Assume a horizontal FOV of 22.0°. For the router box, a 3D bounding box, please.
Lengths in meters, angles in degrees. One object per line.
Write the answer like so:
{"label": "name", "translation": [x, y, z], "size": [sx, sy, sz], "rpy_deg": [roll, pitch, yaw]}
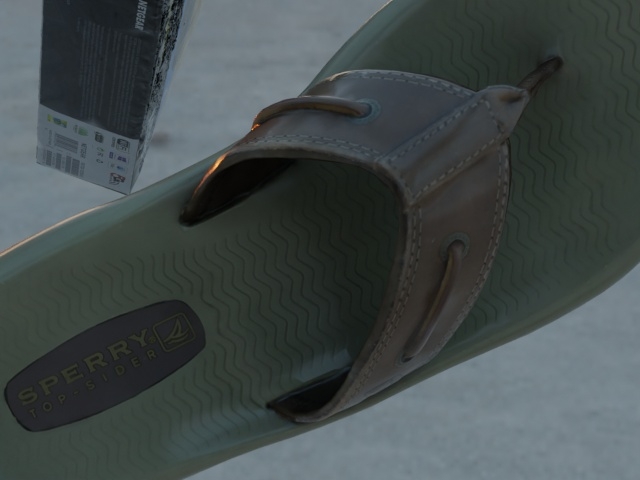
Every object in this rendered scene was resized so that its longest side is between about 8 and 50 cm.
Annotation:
{"label": "router box", "translation": [-0.064, -0.112, 0.623], "size": [0.046, 0.133, 0.179], "rpy_deg": [19, -21, -3]}

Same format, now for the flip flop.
{"label": "flip flop", "translation": [0.000, 0.000, 0.476], "size": [0.277, 0.112, 0.080], "rpy_deg": [-27, 4, 2]}
